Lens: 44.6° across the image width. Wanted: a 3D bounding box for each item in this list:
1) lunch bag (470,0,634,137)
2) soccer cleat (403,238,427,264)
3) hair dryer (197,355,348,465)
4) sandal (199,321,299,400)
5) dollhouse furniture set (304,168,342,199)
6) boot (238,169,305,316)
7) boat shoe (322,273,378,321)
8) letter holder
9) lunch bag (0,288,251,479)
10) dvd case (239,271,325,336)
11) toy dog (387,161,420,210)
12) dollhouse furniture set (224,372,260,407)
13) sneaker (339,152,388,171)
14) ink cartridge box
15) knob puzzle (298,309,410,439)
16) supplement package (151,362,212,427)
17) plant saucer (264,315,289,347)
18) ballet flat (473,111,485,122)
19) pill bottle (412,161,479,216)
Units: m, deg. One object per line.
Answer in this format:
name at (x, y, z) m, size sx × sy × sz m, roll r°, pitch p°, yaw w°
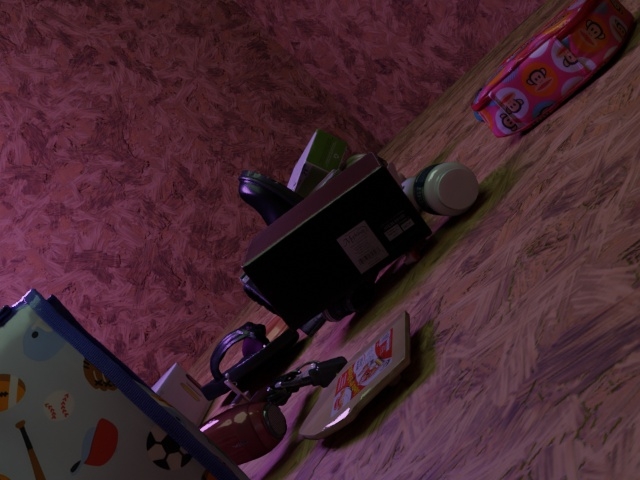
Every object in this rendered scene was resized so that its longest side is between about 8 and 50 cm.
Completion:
lunch bag at (0.435, -0.335, 1.450) m, size 0.293 × 0.120 × 0.258 m, roll -40°, pitch 4°, yaw 45°
soccer cleat at (0.167, 0.015, 1.382) m, size 0.035 × 0.029 × 0.083 m, roll -39°, pitch 13°, yaw 31°
hair dryer at (-0.091, 0.268, 1.162) m, size 0.293 × 0.080 × 0.223 m, roll -25°, pitch -5°, yaw -19°
sandal at (-0.191, 0.265, 1.762) m, size 0.167 × 0.107 × 0.446 m, roll -32°, pitch -5°, yaw -34°
dollhouse furniture set at (0.000, 0.000, 1.912) m, size 0.301 × 0.197 × 0.151 m, roll -46°, pitch 3°, yaw 14°
boot at (-0.111, 0.014, 1.827) m, size 0.260 × 0.348 × 0.131 m, roll -54°, pitch -17°, yaw -6°
boat shoe at (0.079, 0.081, 1.448) m, size 0.083 × 0.065 × 0.183 m, roll -23°, pitch 21°, yaw 47°
letter holder at (0.024, -0.009, 1.432) m, size 0.302 × 0.152 × 0.214 m, roll -36°, pitch 13°, yaw 7°
lunch bag at (-0.263, 0.285, 0.787) m, size 0.328 × 0.385 × 0.239 m, roll -49°, pitch 6°, yaw -16°
dvd case at (-0.047, 0.084, 1.694) m, size 0.164 × 0.221 × 0.018 m, roll -48°, pitch -28°, yaw -11°
toy dog at (0.089, -0.067, 1.653) m, size 0.220 × 0.161 × 0.333 m, roll -42°, pitch -3°, yaw 28°
dollhouse furniture set at (-0.189, 0.323, 1.607) m, size 0.091 × 0.081 × 0.114 m, roll -49°, pitch 6°, yaw -29°
sneaker at (0.069, -0.046, 2.091) m, size 0.182 × 0.158 × 0.410 m, roll -86°, pitch 21°, yaw -53°
ink cartridge box at (-0.032, -0.137, 2.071) m, size 0.189 × 0.097 × 0.255 m, roll 126°, pitch 165°, yaw -55°
knob puzzle at (0.048, 0.188, 0.985) m, size 0.213 × 0.030 × 0.213 m, roll -46°, pitch 6°, yaw 6°
supplement package at (-0.411, 0.467, 1.986) m, size 0.204 × 0.145 × 0.262 m, roll -46°, pitch 5°, yaw 11°
plant saucer at (-0.125, 0.242, 1.990) m, size 0.200 × 0.037 × 0.200 m, roll -46°, pitch 4°, yaw 5°
ballet flat at (0.414, -0.321, 1.736) m, size 0.073 × 0.080 × 0.232 m, roll -17°, pitch 1°, yaw -13°
pill bottle at (0.221, -0.089, 1.364) m, size 0.094 × 0.094 × 0.169 m, roll -47°, pitch 5°, yaw -1°
